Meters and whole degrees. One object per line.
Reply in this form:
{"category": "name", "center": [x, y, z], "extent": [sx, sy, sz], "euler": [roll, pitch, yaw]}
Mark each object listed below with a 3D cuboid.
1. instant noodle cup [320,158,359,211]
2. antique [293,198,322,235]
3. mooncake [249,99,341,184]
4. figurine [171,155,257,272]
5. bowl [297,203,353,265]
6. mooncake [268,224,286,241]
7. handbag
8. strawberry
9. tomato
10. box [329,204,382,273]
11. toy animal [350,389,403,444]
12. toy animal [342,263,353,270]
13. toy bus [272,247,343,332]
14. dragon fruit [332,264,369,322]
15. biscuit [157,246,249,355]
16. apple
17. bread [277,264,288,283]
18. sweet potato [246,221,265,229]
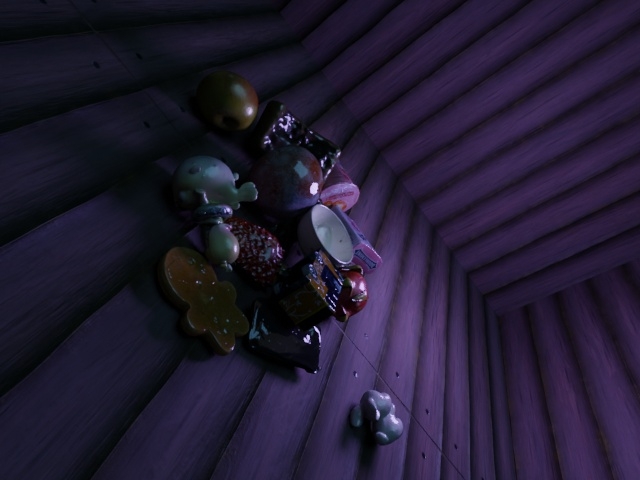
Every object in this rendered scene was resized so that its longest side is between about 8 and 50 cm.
{"category": "instant noodle cup", "center": [0.043, -0.283, 2.388], "extent": [0.243, 0.243, 0.231], "euler": [24, 35, -47]}
{"category": "antique", "center": [-0.064, -0.105, 2.146], "extent": [0.143, 0.121, 0.257], "euler": [14, 57, -40]}
{"category": "mooncake", "center": [-0.114, -0.425, 2.154], "extent": [0.394, 0.246, 0.393], "euler": [37, 9, 14]}
{"category": "figurine", "center": [-0.333, -0.093, 1.570], "extent": [0.226, 0.274, 0.394], "euler": [80, -4, -78]}
{"category": "bowl", "center": [0.000, 0.000, 1.967], "extent": [0.277, 0.145, 0.277], "euler": [39, 35, -35]}
{"category": "mooncake", "center": [-0.109, 0.107, 1.909], "extent": [0.347, 0.150, 0.057], "euler": [46, -3, 5]}
{"category": "handbag", "center": [-0.116, 0.332, 1.642], "extent": [0.332, 0.075, 0.191], "euler": [32, 47, -34]}
{"category": "strawberry", "center": [-0.245, 0.020, 1.706], "extent": [0.306, 0.138, 0.233], "euler": [42, 33, -31]}
{"category": "tomato", "center": [-0.143, -0.237, 1.937], "extent": [0.316, 0.316, 0.282], "euler": [-2, 57, -59]}
{"category": "box", "center": [0.147, -0.013, 2.265], "extent": [0.190, 0.112, 0.370], "euler": [42, 12, -37]}
{"category": "toy animal", "center": [0.218, 0.678, 1.807], "extent": [0.193, 0.127, 0.178], "euler": [57, 29, -8]}
{"category": "toy animal", "center": [0.081, 0.080, 2.185], "extent": [0.104, 0.131, 0.221], "euler": [14, 45, -25]}
{"category": "toy bus", "center": [-0.033, 0.167, 1.705], "extent": [0.194, 0.162, 0.323], "euler": [53, 17, -8]}
{"category": "dragon fruit", "center": [0.085, 0.218, 1.959], "extent": [0.227, 0.224, 0.224], "euler": [-14, 74, -47]}
{"category": "biscuit", "center": [-0.360, 0.179, 1.448], "extent": [0.355, 0.052, 0.275], "euler": [52, 25, -9]}
{"category": "apple", "center": [-0.381, -0.572, 1.964], "extent": [0.261, 0.261, 0.194], "euler": [30, 56, -42]}
{"category": "bread", "center": [-0.140, 0.143, 1.825], "extent": [0.066, 0.060, 0.110], "euler": [52, 13, -89]}
{"category": "sweet potato", "center": [-0.262, -0.047, 1.846], "extent": [0.153, 0.038, 0.041], "euler": [16, 61, -55]}
